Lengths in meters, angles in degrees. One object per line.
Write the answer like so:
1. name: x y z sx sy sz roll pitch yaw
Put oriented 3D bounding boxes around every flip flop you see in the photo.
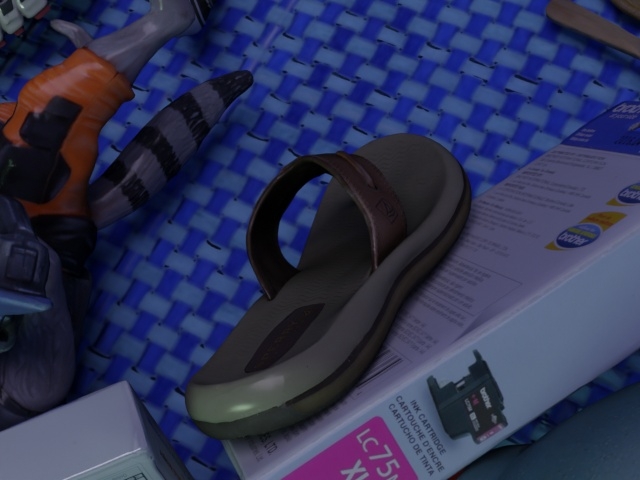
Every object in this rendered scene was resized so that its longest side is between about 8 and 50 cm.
1. flip flop: 0.000 0.000 0.614 0.112 0.080 0.277 -23 16 33

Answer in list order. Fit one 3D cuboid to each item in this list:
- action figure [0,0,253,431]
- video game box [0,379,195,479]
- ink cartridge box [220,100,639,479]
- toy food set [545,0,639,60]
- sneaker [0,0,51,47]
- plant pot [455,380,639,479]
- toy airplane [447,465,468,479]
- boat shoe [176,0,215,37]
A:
1. action figure: -0.149 0.008 0.636 0.341 0.178 0.330 1 67 57
2. video game box: -0.153 0.166 0.575 0.205 0.187 0.048 -22 49 -2
3. ink cartridge box: 0.088 0.032 0.608 0.311 0.186 0.065 -35 104 -6
4. toy food set: 0.245 -0.184 0.762 0.132 0.038 0.192 35 80 27
5. sneaker: -0.261 -0.167 0.761 0.121 0.112 0.299 25 69 43
6. plant pot: 0.158 0.183 0.498 0.196 0.293 0.293 -2 63 37
7. toy airplane: 0.031 0.178 0.632 0.151 0.028 0.151 -3 67 8
8. boat shoe: -0.078 -0.237 0.790 0.070 0.078 0.219 -6 64 7
